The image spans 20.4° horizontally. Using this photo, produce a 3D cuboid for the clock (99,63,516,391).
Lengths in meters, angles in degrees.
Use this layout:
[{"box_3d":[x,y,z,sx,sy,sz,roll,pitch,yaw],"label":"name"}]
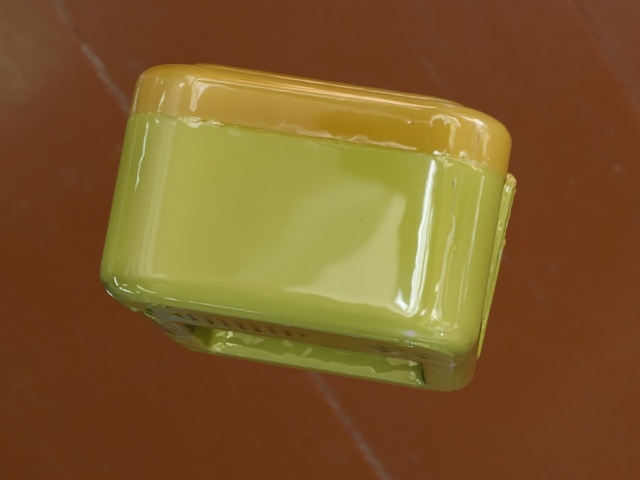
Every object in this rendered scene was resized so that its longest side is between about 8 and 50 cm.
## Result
[{"box_3d":[0.000,0.000,0.699,0.143,0.096,0.202,11,172,5],"label":"clock"}]
